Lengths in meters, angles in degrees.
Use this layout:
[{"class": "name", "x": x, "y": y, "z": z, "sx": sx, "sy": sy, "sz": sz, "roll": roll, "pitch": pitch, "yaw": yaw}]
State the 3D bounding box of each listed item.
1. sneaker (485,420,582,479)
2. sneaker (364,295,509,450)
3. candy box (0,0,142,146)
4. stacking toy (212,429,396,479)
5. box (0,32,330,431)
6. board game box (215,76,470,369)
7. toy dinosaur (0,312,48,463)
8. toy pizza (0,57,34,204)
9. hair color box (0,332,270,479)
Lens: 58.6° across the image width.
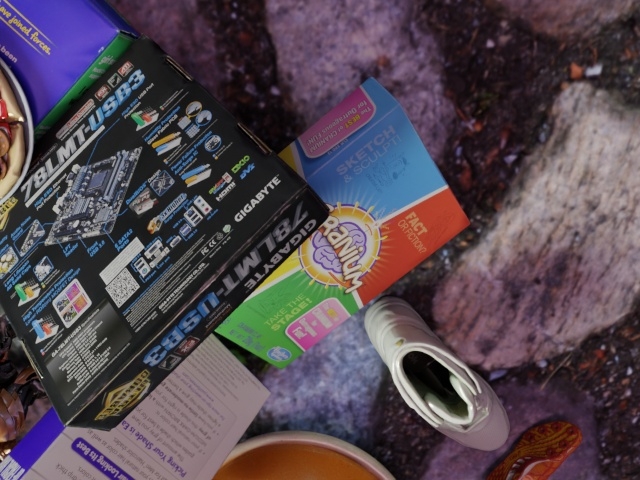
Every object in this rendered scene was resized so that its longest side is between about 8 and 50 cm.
[{"class": "sneaker", "x": 0.326, "y": 0.339, "z": 0.868, "sx": 0.067, "sy": 0.064, "sz": 0.175, "roll": 35, "pitch": 106, "yaw": -33}, {"class": "sneaker", "x": 0.173, "y": 0.216, "z": 0.757, "sx": 0.108, "sy": 0.169, "sz": 0.292, "roll": -42, "pitch": 106, "yaw": 5}, {"class": "candy box", "x": -0.401, "y": -0.203, "z": 0.615, "sx": 0.317, "sy": 0.122, "sz": 0.268, "roll": -44, "pitch": 103, "yaw": 9}, {"class": "stacking toy", "x": -0.049, "y": 0.471, "z": 0.628, "sx": 0.351, "sy": 0.480, "sz": 0.350, "roll": 1, "pitch": 100, "yaw": 5}, {"class": "box", "x": -0.191, "y": -0.023, "z": 0.571, "sx": 0.295, "sy": 0.073, "sz": 0.293, "roll": -46, "pitch": 60, "yaw": -1}, {"class": "board game box", "x": 0.000, "y": 0.000, "z": 0.675, "sx": 0.317, "sy": 0.064, "sz": 0.242, "roll": -39, "pitch": 137, "yaw": 7}, {"class": "toy dinosaur", "x": -0.403, "y": 0.186, "z": 0.674, "sx": 0.165, "sy": 0.218, "sz": 0.321, "roll": 4, "pitch": 106, "yaw": -7}, {"class": "toy pizza", "x": -0.389, "y": -0.114, "z": 0.559, "sx": 0.202, "sy": 0.032, "sz": 0.201, "roll": -1, "pitch": 105, "yaw": -4}, {"class": "hair color box", "x": -0.232, "y": 0.253, "z": 0.663, "sx": 0.185, "sy": 0.110, "sz": 0.338, "roll": 52, "pitch": 56, "yaw": -22}]
